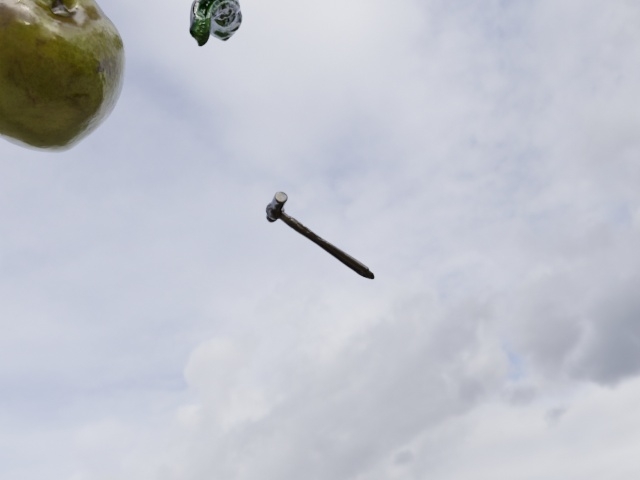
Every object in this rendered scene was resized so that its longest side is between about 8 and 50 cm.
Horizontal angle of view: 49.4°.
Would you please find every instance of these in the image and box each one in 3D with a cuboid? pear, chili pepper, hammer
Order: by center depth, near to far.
[{"bbox_3d":[-0.315,-0.201,0.776,0.199,0.200,0.200,-15,-35,-11],"label":"pear"},{"bbox_3d":[-0.140,-0.305,0.944,0.050,0.182,0.073,33,-73,-4],"label":"chili pepper"},{"bbox_3d":[0.000,0.000,0.945,0.021,0.178,0.065,-50,-9,-32],"label":"hammer"}]
